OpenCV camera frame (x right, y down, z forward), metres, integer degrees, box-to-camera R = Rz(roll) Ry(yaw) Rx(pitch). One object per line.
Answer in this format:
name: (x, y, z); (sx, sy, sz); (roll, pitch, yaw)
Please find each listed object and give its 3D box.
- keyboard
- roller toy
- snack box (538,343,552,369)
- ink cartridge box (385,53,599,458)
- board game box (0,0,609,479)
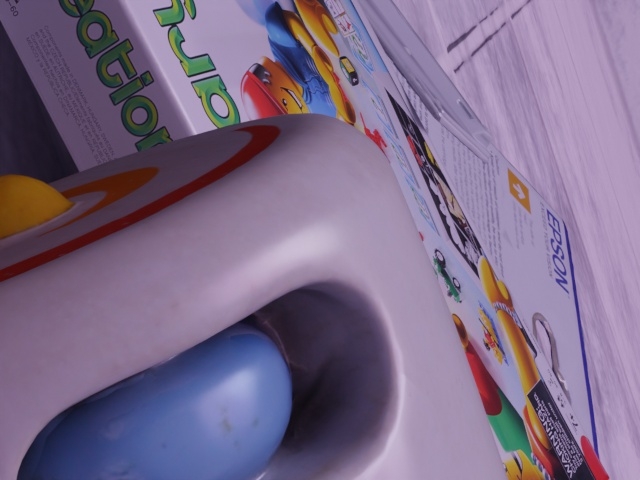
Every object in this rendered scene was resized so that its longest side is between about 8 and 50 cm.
keyboard: (0.001, -0.141, 0.770); (0.256, 0.014, 0.072); (56, 17, 25)
roller toy: (-0.056, 0.051, 0.413); (0.209, 0.191, 0.146); (-51, 122, -69)
snack box: (0.146, 0.215, 1.091); (0.322, 0.060, 0.187); (-87, 154, -46)
ink cartridge box: (0.023, 0.016, 0.789); (0.330, 0.071, 0.324); (46, 30, -33)
board game box: (0.000, 0.000, 0.624); (0.305, 0.053, 0.193); (62, 26, -1)
